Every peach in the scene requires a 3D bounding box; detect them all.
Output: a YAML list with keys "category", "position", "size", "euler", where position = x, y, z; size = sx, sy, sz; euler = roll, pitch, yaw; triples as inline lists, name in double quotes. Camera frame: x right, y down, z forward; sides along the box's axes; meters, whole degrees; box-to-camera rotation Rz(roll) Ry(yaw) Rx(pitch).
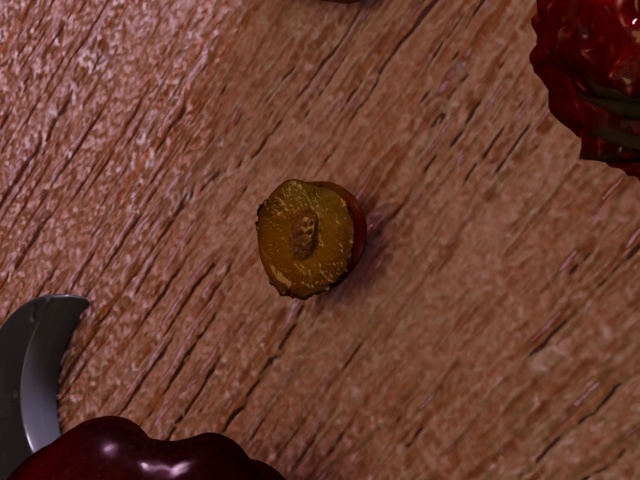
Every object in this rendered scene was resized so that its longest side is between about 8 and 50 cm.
- category: "peach"
  position: [0.000, -0.001, 1.031]
  size: [0.098, 0.061, 0.098]
  euler: [4, 97, 37]

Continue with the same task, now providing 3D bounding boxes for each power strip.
- category: "power strip"
  position: [-0.258, 0.161, 1.229]
  size: [0.137, 0.044, 0.216]
  euler: [-18, 68, 38]

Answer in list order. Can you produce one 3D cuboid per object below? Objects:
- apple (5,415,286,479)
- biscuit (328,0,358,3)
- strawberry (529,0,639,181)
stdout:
- category: "apple"
  position: [-0.135, 0.289, 0.940]
  size: [0.288, 0.288, 0.317]
  euler: [-3, 68, 41]
- category: "biscuit"
  position: [0.015, -0.286, 1.106]
  size: [0.192, 0.036, 0.186]
  euler: [20, 90, 43]
- category: "strawberry"
  position: [0.243, -0.140, 0.740]
  size: [0.261, 0.261, 0.257]
  euler: [3, 66, 42]
